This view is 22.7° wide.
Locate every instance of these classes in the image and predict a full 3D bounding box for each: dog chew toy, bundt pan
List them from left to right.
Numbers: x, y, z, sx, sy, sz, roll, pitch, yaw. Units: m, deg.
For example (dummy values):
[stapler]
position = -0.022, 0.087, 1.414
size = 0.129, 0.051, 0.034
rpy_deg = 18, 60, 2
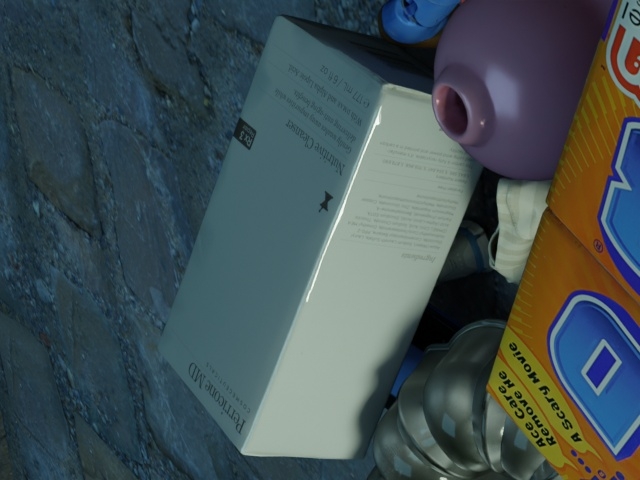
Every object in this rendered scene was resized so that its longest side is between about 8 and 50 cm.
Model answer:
[bundt pan]
position = 0.183, 0.245, 1.493
size = 0.330, 0.124, 0.331
rpy_deg = 12, 114, 29
[dog chew toy]
position = 0.215, -0.137, 1.052
size = 0.206, 0.331, 0.207
rpy_deg = 42, 145, 40

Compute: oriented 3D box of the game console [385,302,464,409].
[game console]
position = 0.092, 0.207, 1.699
size = 0.250, 0.173, 0.293
rpy_deg = 34, 157, -15

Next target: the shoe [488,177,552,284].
[shoe]
position = 0.180, -0.012, 1.445
size = 0.219, 0.058, 0.077
rpy_deg = 88, -173, -72

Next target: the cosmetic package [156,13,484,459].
[cosmetic package]
position = 0.000, 0.000, 1.561
size = 0.217, 0.156, 0.385
rpy_deg = 40, 114, 50

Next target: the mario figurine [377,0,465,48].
[mario figurine]
position = 0.145, -0.259, 1.365
size = 0.198, 0.170, 0.320
rpy_deg = 33, 168, -12

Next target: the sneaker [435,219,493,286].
[sneaker]
position = 0.098, 0.016, 1.661
size = 0.190, 0.083, 0.071
rpy_deg = -6, 107, 63

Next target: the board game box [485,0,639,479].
[board game box]
position = 0.366, 0.034, 0.883
size = 0.356, 0.356, 0.356
rpy_deg = 50, 149, 30
